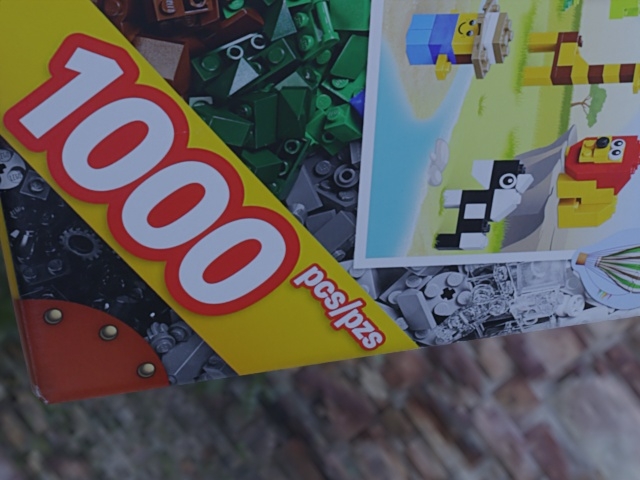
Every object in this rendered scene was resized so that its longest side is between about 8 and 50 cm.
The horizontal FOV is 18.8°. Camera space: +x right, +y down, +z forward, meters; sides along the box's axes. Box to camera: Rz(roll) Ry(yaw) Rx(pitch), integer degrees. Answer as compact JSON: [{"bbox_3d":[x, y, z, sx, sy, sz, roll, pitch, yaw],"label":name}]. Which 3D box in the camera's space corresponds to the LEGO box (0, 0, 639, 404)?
[{"bbox_3d":[0.022,-0.208,0.804,0.193,0.372,0.500,-106,-172,-57],"label":"LEGO box"}]
